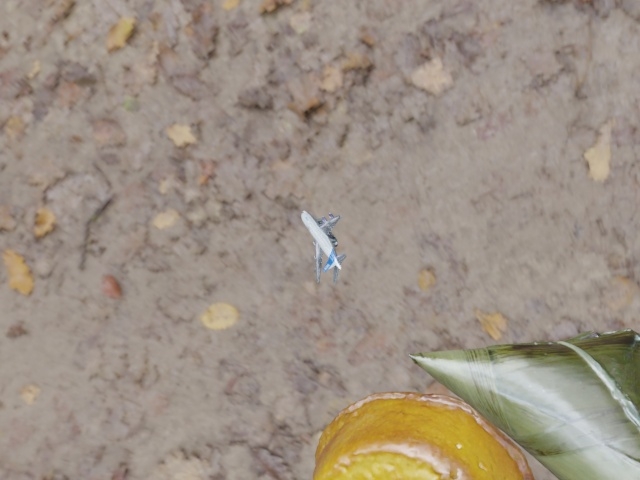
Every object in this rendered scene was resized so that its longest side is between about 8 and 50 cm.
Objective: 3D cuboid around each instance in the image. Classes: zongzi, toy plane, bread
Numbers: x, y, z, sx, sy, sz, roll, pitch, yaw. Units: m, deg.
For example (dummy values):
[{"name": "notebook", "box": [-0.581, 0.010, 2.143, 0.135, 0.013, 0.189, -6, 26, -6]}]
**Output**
[{"name": "zongzi", "box": [0.103, 0.090, 0.493, 0.113, 0.052, 0.104, 1, 46, -15]}, {"name": "toy plane", "box": [0.003, 0.001, 1.001, 0.024, 0.078, 0.084, 2, 39, -22]}, {"name": "bread", "box": [0.125, 0.341, 1.426, 0.312, 0.172, 0.312, 6, 108, 20]}]
